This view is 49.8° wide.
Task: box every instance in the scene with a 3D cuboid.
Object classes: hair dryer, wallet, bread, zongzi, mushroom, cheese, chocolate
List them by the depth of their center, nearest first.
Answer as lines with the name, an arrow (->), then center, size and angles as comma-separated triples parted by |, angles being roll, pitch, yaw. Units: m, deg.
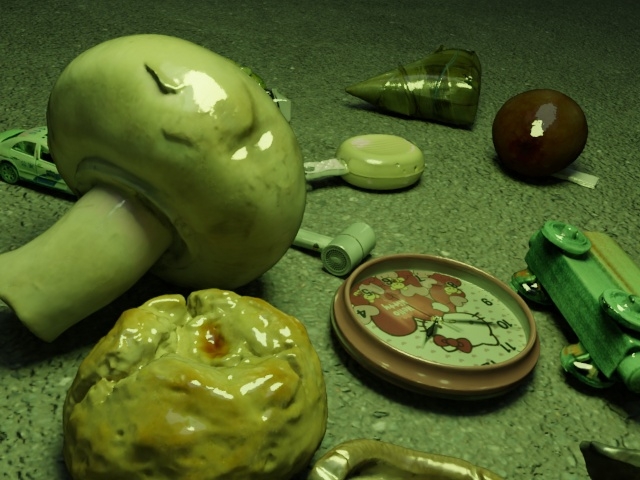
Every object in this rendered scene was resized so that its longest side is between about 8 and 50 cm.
mushroom -> 0.092, 0.220, 0.572 | 0.210, 0.072, 0.094 | 14, 33, 4
bread -> -0.107, 0.135, 0.614 | 0.245, 0.134, 0.244 | 5, 28, -3
mushroom -> -0.189, -0.061, 0.797 | 0.315, 0.356, 0.315 | 46, 19, -21
hair dryer -> 0.000, 0.000, 0.948 | 0.137, 0.047, 0.082 | 14, 30, 25
cheese -> 0.063, -0.127, 1.144 | 0.228, 0.064, 0.137 | -10, 32, -28
chocolate -> 0.384, -0.190, 1.228 | 0.177, 0.176, 0.176 | 5, 31, -3
wallet -> 0.466, -0.117, 1.263 | 0.083, 0.011, 0.044 | 22, 34, 22
zongzi -> 0.207, -0.347, 1.486 | 0.275, 0.125, 0.250 | 7, 32, 11

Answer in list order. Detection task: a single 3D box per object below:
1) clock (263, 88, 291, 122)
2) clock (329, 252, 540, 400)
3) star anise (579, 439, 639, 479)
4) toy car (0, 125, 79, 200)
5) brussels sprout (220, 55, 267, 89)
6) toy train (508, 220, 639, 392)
clock -> -0.163, -0.174, 1.091 | 0.187, 0.083, 0.253 | -3, -1, -17
clock -> 0.132, 0.094, 0.804 | 0.245, 0.056, 0.244 | 7, 29, -4
star anise -> 0.345, 0.263, 0.525 | 0.316, 0.139, 0.359 | 18, 47, 31
toy car -> -0.386, -0.119, 1.027 | 0.224, 0.076, 0.090 | 16, 31, 14
brussels sprout -> -0.197, -0.323, 1.387 | 0.181, 0.100, 0.139 | 11, 21, 9
toy train -> 0.355, 0.080, 0.837 | 0.177, 0.116, 0.285 | 12, 28, -16
